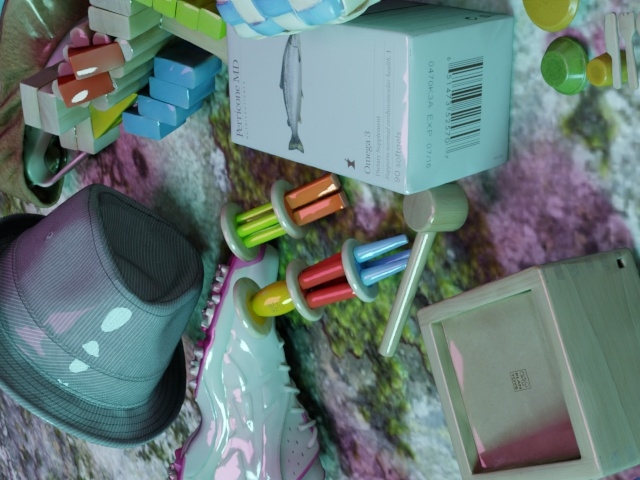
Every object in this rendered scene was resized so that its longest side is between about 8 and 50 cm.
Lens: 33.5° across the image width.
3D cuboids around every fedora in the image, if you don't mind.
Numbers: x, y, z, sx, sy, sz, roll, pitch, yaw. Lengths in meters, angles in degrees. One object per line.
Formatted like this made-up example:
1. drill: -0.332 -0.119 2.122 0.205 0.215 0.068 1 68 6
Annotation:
1. fedora: -0.193 0.044 0.980 0.244 0.275 0.124 36 111 -19

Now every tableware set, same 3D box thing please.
1. tableware set: 0.161 -0.163 0.634 0.104 0.024 0.154 10 114 55

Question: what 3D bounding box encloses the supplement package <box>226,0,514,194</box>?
1. supplement package: 0.030 -0.109 0.738 0.179 0.105 0.105 20 119 44

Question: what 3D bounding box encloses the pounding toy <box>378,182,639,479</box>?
1. pounding toy: 0.125 0.054 0.713 0.181 0.094 0.206 -28 73 55

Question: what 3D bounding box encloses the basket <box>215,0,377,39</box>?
1. basket: -0.022 -0.275 0.600 0.201 0.255 0.289 15 133 59

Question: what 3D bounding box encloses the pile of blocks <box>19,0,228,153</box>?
1. pile of blocks: -0.139 -0.155 0.871 0.149 0.112 0.362 46 134 -1

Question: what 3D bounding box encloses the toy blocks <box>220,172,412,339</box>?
1. toy blocks: 0.000 0.000 0.846 0.148 0.054 0.123 -21 65 22

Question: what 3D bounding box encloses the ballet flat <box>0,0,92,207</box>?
1. ballet flat: -0.269 -0.149 1.079 0.124 0.116 0.342 39 134 6

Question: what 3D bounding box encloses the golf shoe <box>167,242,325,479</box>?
1. golf shoe: -0.057 0.150 0.956 0.115 0.140 0.306 -111 32 -81

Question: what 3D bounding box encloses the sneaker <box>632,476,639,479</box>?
1. sneaker: 0.207 0.211 0.715 0.058 0.052 0.135 48 129 40
